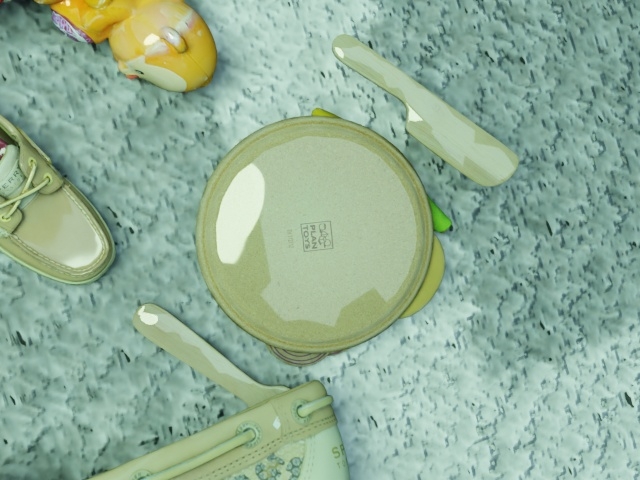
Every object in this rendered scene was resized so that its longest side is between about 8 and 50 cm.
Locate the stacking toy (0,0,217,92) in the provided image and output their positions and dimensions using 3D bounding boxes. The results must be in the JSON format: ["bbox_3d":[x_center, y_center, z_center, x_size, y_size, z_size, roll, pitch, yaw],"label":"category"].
[{"bbox_3d":[-0.163,-0.168,0.465,0.302,0.175,0.165,42,79,-24],"label":"stacking toy"}]

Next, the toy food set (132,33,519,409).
[{"bbox_3d":[0.000,0.000,0.548,0.132,0.038,0.192,38,89,-5],"label":"toy food set"}]

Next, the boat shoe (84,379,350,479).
[{"bbox_3d":[-0.122,0.131,0.475,0.285,0.104,0.089,-7,82,-21],"label":"boat shoe"}]

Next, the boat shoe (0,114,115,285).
[{"bbox_3d":[-0.154,-0.029,0.497,0.135,0.045,0.050,41,78,-10],"label":"boat shoe"}]
